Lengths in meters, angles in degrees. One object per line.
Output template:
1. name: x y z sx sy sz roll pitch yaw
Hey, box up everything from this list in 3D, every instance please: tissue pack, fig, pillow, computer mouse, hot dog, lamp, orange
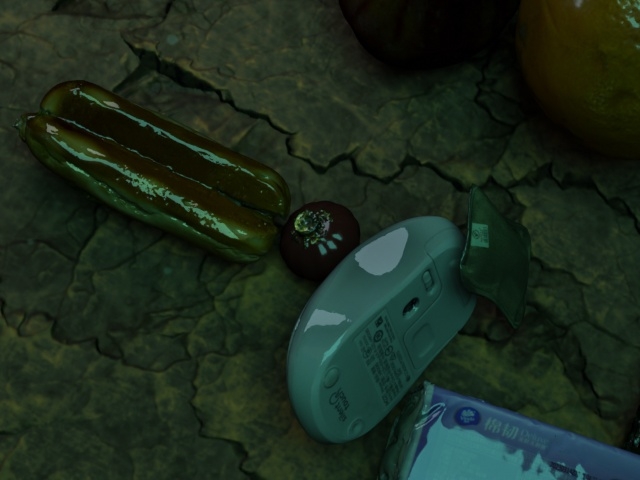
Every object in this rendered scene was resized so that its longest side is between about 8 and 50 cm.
1. tissue pack: 0.221 0.327 1.461 0.338 0.160 0.242 20 76 -2
2. fig: 0.133 -0.324 1.589 0.235 0.214 0.235 3 85 -32
3. pillow: 0.208 0.022 1.521 0.033 0.217 0.130 1 74 28
4. computer mouse: 0.057 0.090 1.490 0.121 0.184 0.297 31 69 38
5. hot dog: -0.200 -0.082 1.531 0.337 0.100 0.135 25 66 -3
6. lamp: 0.000 0.000 1.544 0.101 0.090 0.101 -12 56 19
7. orange: 0.385 -0.249 1.549 0.312 0.312 0.312 2 76 -8

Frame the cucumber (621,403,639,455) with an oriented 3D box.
1. cucumber: 0.466 0.107 1.585 0.096 0.096 0.359 25 74 -2
